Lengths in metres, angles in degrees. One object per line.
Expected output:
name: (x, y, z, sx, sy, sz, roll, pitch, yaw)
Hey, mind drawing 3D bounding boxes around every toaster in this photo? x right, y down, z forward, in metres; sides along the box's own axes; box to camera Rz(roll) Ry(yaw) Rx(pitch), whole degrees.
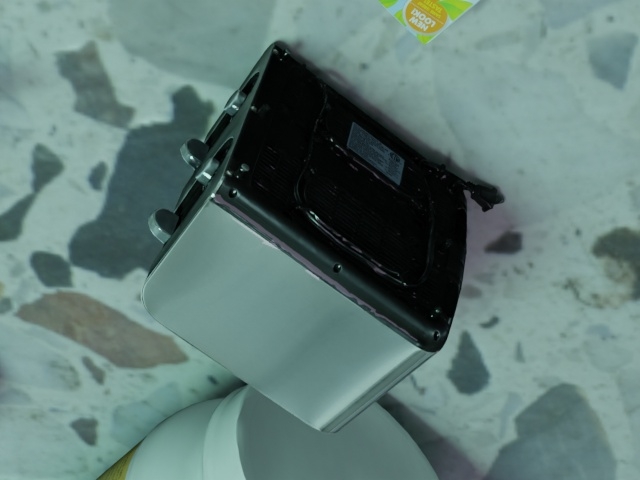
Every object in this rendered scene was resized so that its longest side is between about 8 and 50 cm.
toaster: (0.000, 0.000, 0.923, 0.186, 0.168, 0.110, 35, 124, -15)

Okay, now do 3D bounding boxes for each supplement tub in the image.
supplement tub: (-0.080, 0.248, 1.064, 0.228, 0.228, 0.316, 38, 121, -18)

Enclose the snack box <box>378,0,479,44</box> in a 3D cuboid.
snack box: (0.075, -0.187, 0.859, 0.100, 0.037, 0.141, 42, 120, -19)
